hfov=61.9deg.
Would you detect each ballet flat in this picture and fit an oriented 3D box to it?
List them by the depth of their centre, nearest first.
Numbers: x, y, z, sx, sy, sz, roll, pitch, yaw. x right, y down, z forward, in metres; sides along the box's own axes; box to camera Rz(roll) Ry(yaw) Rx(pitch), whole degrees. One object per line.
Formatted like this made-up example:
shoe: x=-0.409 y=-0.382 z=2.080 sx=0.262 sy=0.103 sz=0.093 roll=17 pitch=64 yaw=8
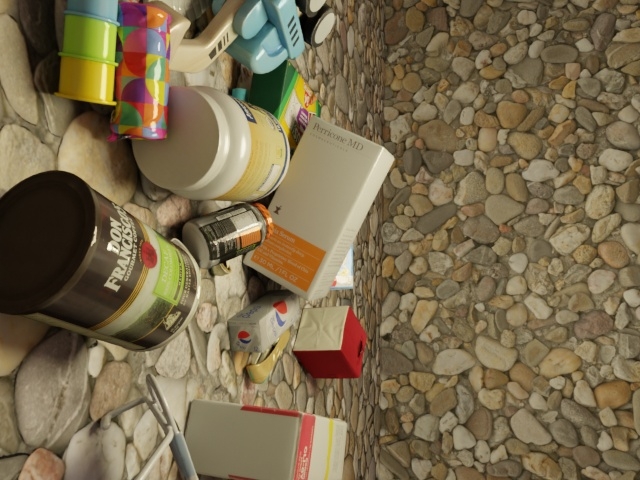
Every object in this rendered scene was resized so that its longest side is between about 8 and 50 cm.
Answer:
ballet flat: x=-0.252 y=0.009 z=1.301 sx=0.057 sy=0.052 sz=0.168 roll=-63 pitch=146 yaw=-59
ballet flat: x=-0.150 y=0.313 z=1.552 sx=0.073 sy=0.080 sz=0.232 roll=63 pitch=27 yaw=-23

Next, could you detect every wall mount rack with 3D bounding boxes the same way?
wall mount rack: x=-0.261 y=0.413 z=0.872 sx=0.130 sy=0.304 sz=0.350 roll=-22 pitch=106 yaw=-25

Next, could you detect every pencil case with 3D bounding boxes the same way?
pencil case: x=-0.317 y=-0.288 z=0.934 sx=0.104 sy=0.104 sz=0.237 roll=-18 pitch=117 yaw=-70

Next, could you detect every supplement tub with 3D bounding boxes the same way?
supplement tub: x=-0.221 y=-0.197 z=1.135 sx=0.316 sy=0.228 sz=0.229 roll=-9 pitch=98 yaw=-71
supplement tub: x=-0.209 y=-0.017 z=1.225 sx=0.190 sy=0.116 sz=0.117 roll=-24 pitch=114 yaw=-40

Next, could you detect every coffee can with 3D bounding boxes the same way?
coffee can: x=-0.339 y=0.046 z=0.817 sx=0.275 sy=0.201 sz=0.202 roll=51 pitch=42 yaw=-62

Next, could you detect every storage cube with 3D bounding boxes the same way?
storage cube: x=0.035 y=0.362 z=1.890 sx=0.193 sy=0.214 sz=0.184 roll=61 pitch=33 yaw=-42

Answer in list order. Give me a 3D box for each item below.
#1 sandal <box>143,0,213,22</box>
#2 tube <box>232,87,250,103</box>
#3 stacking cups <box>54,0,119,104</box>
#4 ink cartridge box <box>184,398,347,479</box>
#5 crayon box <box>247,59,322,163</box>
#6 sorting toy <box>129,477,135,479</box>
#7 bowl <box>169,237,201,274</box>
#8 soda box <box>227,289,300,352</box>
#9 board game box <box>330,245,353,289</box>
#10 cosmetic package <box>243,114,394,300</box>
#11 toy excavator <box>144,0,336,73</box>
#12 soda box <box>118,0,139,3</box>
sandal: x=-0.279 y=-0.614 z=1.187 sx=0.416 sy=0.102 sz=0.169 roll=-59 pitch=169 yaw=-34
tube: x=-0.218 y=-0.301 z=1.437 sx=0.080 sy=0.052 sz=0.207 roll=6 pitch=88 yaw=-67
stacking cups: x=-0.354 y=-0.378 z=0.833 sx=0.096 sy=0.095 sz=0.317 roll=-29 pitch=133 yaw=-69
ink cartridge box: x=-0.116 y=0.501 z=1.314 sx=0.385 sy=0.279 sz=0.161 roll=49 pitch=44 yaw=-62
crayon box: x=-0.107 y=-0.309 z=1.564 sx=0.363 sy=0.106 sz=0.314 roll=18 pitch=80 yaw=-75
sorting toy: x=-0.350 y=0.627 z=0.981 sx=0.196 sy=0.047 sz=0.348 roll=53 pitch=40 yaw=-60
bowl: x=-0.316 y=0.082 z=1.108 sx=0.142 sy=0.053 sz=0.142 roll=67 pitch=28 yaw=-49
soda box: x=-0.151 y=0.221 z=1.515 sx=0.286 sy=0.097 sz=0.091 roll=-32 pitch=119 yaw=-68
board game box: x=0.000 y=0.000 z=1.720 sx=0.302 sy=0.086 sz=0.309 roll=174 pitch=-84 yaw=-66
cosmetic package: x=-0.004 y=-0.085 z=1.491 sx=0.454 sy=0.230 sz=0.161 roll=-65 pitch=163 yaw=6
toy excavator: x=-0.188 y=-0.478 z=1.193 sx=0.445 sy=0.222 sz=0.433 roll=-53 pitch=170 yaw=-4
soda box: x=-0.391 y=-0.464 z=0.915 sx=0.183 sy=0.058 sz=0.063 roll=14 pitch=75 yaw=-71
